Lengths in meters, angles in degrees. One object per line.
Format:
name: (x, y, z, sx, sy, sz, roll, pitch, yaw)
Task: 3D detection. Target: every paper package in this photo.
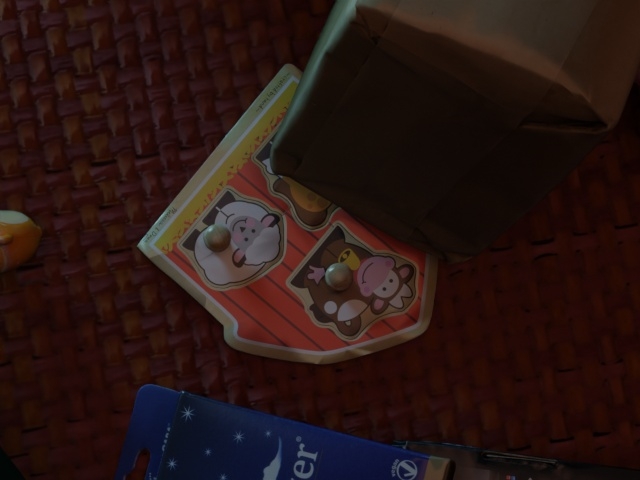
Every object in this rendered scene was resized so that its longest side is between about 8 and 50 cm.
paper package: (0.118, -0.188, 1.074, 0.168, 0.309, 0.325, 25, 73, -4)

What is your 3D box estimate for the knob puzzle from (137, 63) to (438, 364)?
knob puzzle: (0.000, 0.000, 1.189, 0.213, 0.030, 0.213, 1, 83, -8)

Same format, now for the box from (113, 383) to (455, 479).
box: (-0.037, 0.183, 1.126, 0.225, 0.036, 0.136, 13, 84, 15)

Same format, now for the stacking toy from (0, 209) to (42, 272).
stacking toy: (-0.324, 0.023, 1.095, 0.302, 0.175, 0.166, -14, 96, -21)

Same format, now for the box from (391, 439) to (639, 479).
box: (0.177, 0.297, 1.158, 0.293, 0.073, 0.295, 7, 82, -7)

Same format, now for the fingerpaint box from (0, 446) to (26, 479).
fingerpaint box: (-0.405, 0.189, 0.921, 0.445, 0.163, 0.371, -27, 119, 6)

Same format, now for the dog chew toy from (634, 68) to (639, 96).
dog chew toy: (0.373, -0.097, 1.169, 0.332, 0.206, 0.207, 13, 82, 2)
